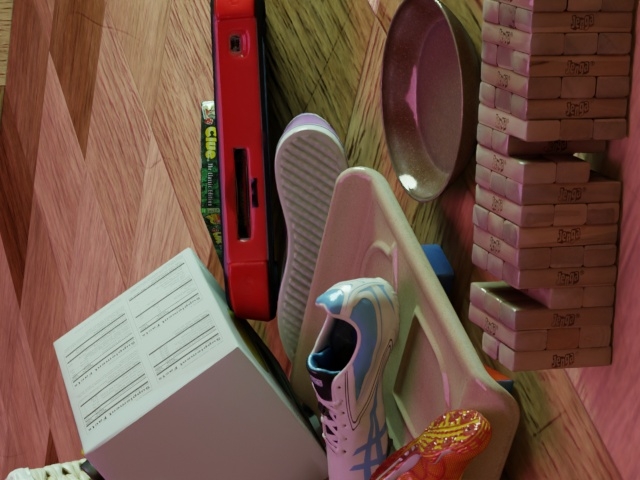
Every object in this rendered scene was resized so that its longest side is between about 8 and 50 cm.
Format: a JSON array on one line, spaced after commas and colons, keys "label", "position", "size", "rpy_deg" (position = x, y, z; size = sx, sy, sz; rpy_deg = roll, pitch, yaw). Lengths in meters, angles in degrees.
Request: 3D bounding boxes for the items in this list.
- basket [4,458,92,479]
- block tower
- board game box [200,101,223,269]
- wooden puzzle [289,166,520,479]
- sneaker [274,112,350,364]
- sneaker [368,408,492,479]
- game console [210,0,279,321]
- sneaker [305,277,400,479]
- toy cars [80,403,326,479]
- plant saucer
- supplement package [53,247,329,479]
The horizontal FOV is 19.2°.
[{"label": "basket", "position": [-0.252, 0.486, 2.478], "size": [0.331, 0.266, 0.328], "rpy_deg": [56, 145, 35]}, {"label": "block tower", "position": [0.181, -0.070, 1.504], "size": [0.091, 0.097, 0.335], "rpy_deg": [-146, 56, -65]}, {"label": "board game box", "position": [-0.111, -0.051, 2.212], "size": [0.259, 0.030, 0.136], "rpy_deg": [78, -172, -71]}, {"label": "wooden puzzle", "position": [0.088, 0.148, 1.836], "size": [0.348, 0.081, 0.322], "rpy_deg": [-121, 33, -43]}, {"label": "sneaker", "position": [0.001, 0.000, 2.054], "size": [0.161, 0.102, 0.282], "rpy_deg": [-103, 12, -76]}, {"label": "sneaker", "position": [0.107, 0.199, 1.663], "size": [0.064, 0.067, 0.175], "rpy_deg": [-53, 6, -37]}, {"label": "game console", "position": [-0.074, -0.104, 2.156], "size": [0.342, 0.060, 0.386], "rpy_deg": [6, -98, -86]}, {"label": "sneaker", "position": [0.022, 0.144, 1.779], "size": [0.085, 0.086, 0.237], "rpy_deg": [-137, 44, -54]}, {"label": "toy cars", "position": [-0.128, 0.258, 2.251], "size": [0.394, 0.087, 0.176], "rpy_deg": [-17, 34, 32]}, {"label": "plant saucer", "position": [0.108, -0.135, 1.784], "size": [0.198, 0.036, 0.198], "rpy_deg": [177, 90, -71]}, {"label": "supplement package", "position": [-0.143, 0.181, 2.075], "size": [0.199, 0.198, 0.262], "rpy_deg": [54, -179, -27]}]
